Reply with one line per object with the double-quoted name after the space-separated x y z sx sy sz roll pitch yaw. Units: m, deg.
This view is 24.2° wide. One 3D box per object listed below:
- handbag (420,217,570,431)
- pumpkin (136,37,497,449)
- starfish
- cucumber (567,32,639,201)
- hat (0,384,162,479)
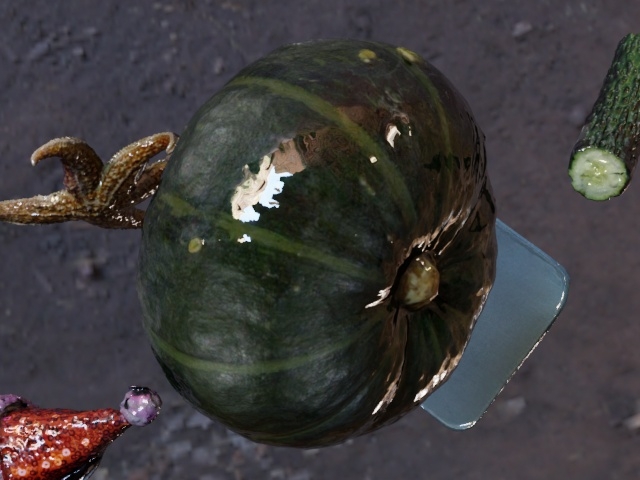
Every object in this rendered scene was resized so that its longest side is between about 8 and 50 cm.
0.160 0.085 1.698 0.179 0.062 0.229 36 103 3 "handbag"
0.000 0.000 1.076 0.300 0.207 0.300 -24 126 -39 "pumpkin"
-0.211 -0.044 1.407 0.238 0.057 0.213 -23 155 -1 "starfish"
0.254 -0.103 1.258 0.058 0.187 0.058 15 134 16 "cucumber"
-0.244 0.187 1.438 0.227 0.129 0.140 -21 -178 21 "hat"
